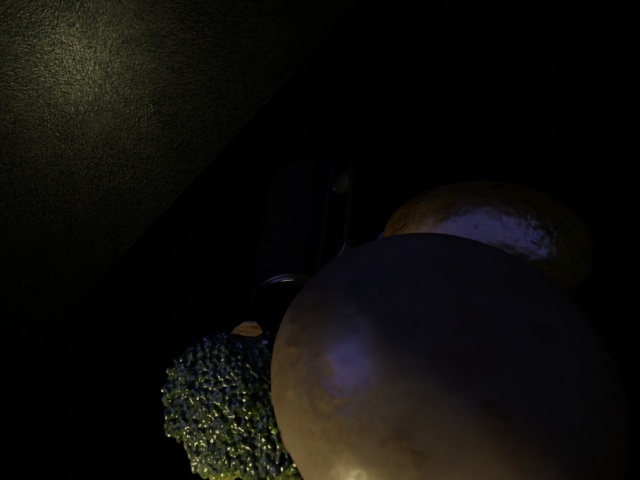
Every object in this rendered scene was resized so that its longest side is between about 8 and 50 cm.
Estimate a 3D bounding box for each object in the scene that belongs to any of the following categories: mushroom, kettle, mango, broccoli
[{"bbox_3d":[0.120,0.169,0.718,0.362,0.362,0.295,-79,7,-47],"label":"mushroom"},{"bbox_3d":[0.005,0.010,1.283,0.262,0.203,0.308,-20,37,24],"label":"kettle"},{"bbox_3d":[0.222,0.002,0.969,0.329,0.175,0.177,-11,90,53],"label":"mango"},{"bbox_3d":[-0.101,0.266,1.086,0.247,0.263,0.243,-59,-16,-21],"label":"broccoli"}]

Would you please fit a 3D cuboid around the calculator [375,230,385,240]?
[{"bbox_3d":[0.142,0.028,1.202,0.121,0.039,0.210,-53,25,-2],"label":"calculator"}]

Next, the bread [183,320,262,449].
[{"bbox_3d":[-0.156,0.272,1.339,0.316,0.054,0.316,-37,28,24],"label":"bread"}]
